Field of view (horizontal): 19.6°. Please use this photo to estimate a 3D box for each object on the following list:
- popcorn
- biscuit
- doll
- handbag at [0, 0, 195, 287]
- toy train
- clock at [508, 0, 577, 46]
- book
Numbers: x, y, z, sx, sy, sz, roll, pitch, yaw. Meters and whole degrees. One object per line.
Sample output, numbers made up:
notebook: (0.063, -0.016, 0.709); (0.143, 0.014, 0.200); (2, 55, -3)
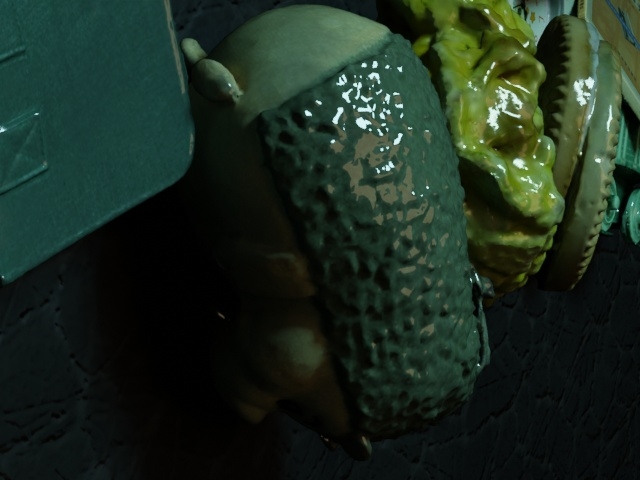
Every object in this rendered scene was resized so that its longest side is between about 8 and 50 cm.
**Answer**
popcorn: (0.118, -0.072, 1.576); (0.174, 0.225, 0.286); (-5, 118, -17)
biscuit: (0.225, -0.081, 1.740); (0.259, 0.079, 0.259); (-169, -90, -87)
doll: (0.000, 0.000, 1.421); (0.247, 0.247, 0.349); (-44, 118, -48)
handbag: (-0.200, -0.155, 1.209); (0.238, 0.089, 0.326); (-35, 123, -52)
toy train: (0.291, -0.076, 1.978); (0.269, 0.115, 0.154); (13, 84, -57)
clock: (0.193, -0.237, 1.857); (0.191, 0.062, 0.151); (-28, 116, -54)
book: (0.325, -0.237, 2.001); (0.170, 0.018, 0.241); (52, 29, -27)
